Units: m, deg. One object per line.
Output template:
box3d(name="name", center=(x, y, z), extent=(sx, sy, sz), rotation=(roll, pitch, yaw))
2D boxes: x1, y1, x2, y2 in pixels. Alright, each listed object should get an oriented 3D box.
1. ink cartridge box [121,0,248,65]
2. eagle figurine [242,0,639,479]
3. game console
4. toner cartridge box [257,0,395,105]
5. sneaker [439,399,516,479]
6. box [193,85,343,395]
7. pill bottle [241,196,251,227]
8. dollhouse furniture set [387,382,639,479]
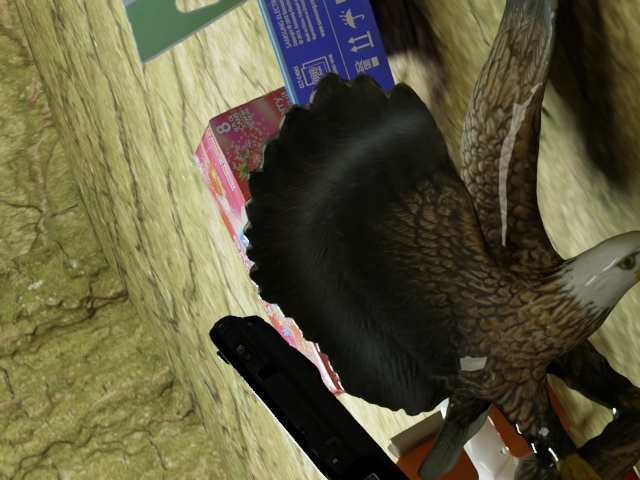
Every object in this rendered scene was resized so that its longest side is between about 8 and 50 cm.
box3d(name="ink cartridge box", center=(-0.114, -0.277, 1.261), extent=(0.056, 0.171, 0.235), rotation=(36, 151, 38))
box3d(name="eagle figurine", center=(0.100, 0.014, 0.921), extent=(0.298, 0.225, 0.226), rotation=(56, -173, -8))
box3d(name="game console", center=(0.046, 0.161, 0.981), extent=(0.213, 0.044, 0.361), rotation=(46, 179, -40))
box3d(name="toner cartridge box", center=(-0.035, -0.251, 1.137), extent=(0.165, 0.075, 0.348), rotation=(-112, 2, -68))
box3d(name="sneaker", center=(0.168, 0.181, 1.220), extent=(0.212, 0.080, 0.094), rotation=(61, 156, -11))
box3d(name="box", center=(0.000, 0.000, 1.411), extent=(0.257, 0.122, 0.128), rotation=(64, 166, 6))
box3d(name="pill bottle", center=(0.025, -0.019, 1.215), extent=(0.086, 0.152, 0.086), rotation=(59, 165, 26))
box3d(name="dollhouse furniture set", center=(0.114, 0.243, 1.101), extent=(0.262, 0.259, 0.135), rotation=(61, 176, 13))
